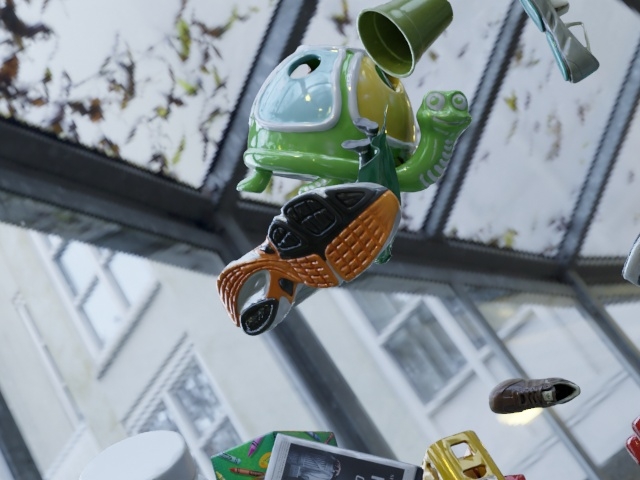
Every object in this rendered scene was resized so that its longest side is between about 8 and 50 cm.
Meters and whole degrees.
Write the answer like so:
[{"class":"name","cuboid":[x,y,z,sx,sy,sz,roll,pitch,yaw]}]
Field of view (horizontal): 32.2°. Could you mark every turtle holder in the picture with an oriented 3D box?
[{"class":"turtle holder","cuboid":[0.034,-0.163,1.602,0.243,0.320,0.227,9,-90,-27]}]

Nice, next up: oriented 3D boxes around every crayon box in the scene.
[{"class":"crayon box","cuboid":[-0.090,0.476,2.394,0.165,0.081,0.278,-26,-20,21]}]

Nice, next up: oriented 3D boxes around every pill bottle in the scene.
[{"class":"pill bottle","cuboid":[-0.231,0.492,1.725,0.204,0.204,0.361,-25,-70,-19]}]

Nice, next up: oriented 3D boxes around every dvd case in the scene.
[{"class":"dvd case","cuboid":[0.017,0.380,1.549,0.029,0.239,0.179,34,-113,-52]}]

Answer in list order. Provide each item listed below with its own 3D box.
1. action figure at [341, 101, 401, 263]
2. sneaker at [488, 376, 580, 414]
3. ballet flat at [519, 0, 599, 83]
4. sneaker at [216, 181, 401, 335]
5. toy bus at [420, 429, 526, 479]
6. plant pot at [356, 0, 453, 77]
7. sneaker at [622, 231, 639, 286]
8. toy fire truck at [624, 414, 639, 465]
[{"class":"action figure","cuboid":[0.071,-0.052,1.481,0.232,0.063,0.137,80,-153,-42]},{"class":"sneaker","cuboid":[0.411,0.291,2.118,0.188,0.066,0.071,-8,-4,-27]},{"class":"ballet flat","cuboid":[0.383,-0.350,1.789,0.068,0.213,0.072,-26,-20,5]},{"class":"sneaker","cuboid":[0.000,0.000,1.134,0.262,0.099,0.121,-33,1,45]},{"class":"toy bus","cuboid":[0.231,0.380,1.637,0.191,0.202,0.104,-63,-13,-45]},{"class":"plant pot","cuboid":[0.094,-0.225,1.154,0.079,0.083,0.083,-39,-24,-23]},{"class":"sneaker","cuboid":[0.506,-0.030,1.514,0.107,0.110,0.275,-46,-26,-37]},{"class":"toy fire truck","cuboid":[0.496,0.216,1.234,0.254,0.169,0.302,-33,-22,-1]}]
